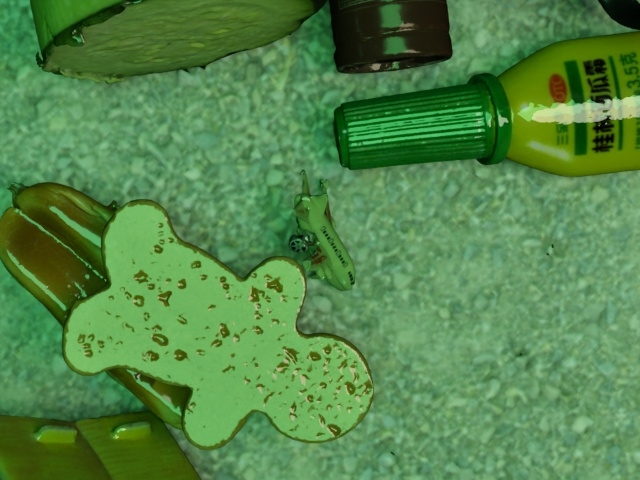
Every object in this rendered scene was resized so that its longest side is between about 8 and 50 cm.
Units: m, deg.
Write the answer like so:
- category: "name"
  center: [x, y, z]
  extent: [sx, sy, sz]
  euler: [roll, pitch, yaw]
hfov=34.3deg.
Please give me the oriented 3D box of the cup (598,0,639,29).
- category: "cup"
  center: [0.187, -0.250, 0.773]
  extent: [0.169, 0.176, 0.223]
  euler: [-33, 96, -2]

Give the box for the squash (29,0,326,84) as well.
- category: "squash"
  center: [-0.113, -0.196, 0.748]
  extent: [0.220, 0.220, 0.133]
  euler: [-20, 94, 0]

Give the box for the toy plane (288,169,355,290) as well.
- category: "toy plane"
  center: [0.000, 0.000, 0.835]
  extent: [0.040, 0.102, 0.111]
  euler: [-4, 131, 19]

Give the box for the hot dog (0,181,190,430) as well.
- category: "hot dog"
  center: [-0.153, 0.048, 0.831]
  extent: [0.269, 0.072, 0.109]
  euler: [45, 89, -4]

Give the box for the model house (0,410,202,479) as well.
- category: "model house"
  center: [-0.249, 0.268, 0.818]
  extent: [0.324, 0.340, 0.300]
  euler: [-23, 51, -25]

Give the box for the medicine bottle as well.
- category: "medicine bottle"
  center: [0.164, -0.100, 0.829]
  extent: [0.309, 0.076, 0.111]
  euler: [-7, 91, 0]

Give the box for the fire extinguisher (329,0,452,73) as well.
- category: "fire extinguisher"
  center: [0.048, -0.271, 0.808]
  extent: [0.105, 0.105, 0.268]
  euler: [-7, 92, -1]

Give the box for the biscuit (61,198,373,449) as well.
- category: "biscuit"
  center: [-0.072, 0.076, 0.785]
  extent: [0.240, 0.035, 0.158]
  euler: [29, 90, -5]
